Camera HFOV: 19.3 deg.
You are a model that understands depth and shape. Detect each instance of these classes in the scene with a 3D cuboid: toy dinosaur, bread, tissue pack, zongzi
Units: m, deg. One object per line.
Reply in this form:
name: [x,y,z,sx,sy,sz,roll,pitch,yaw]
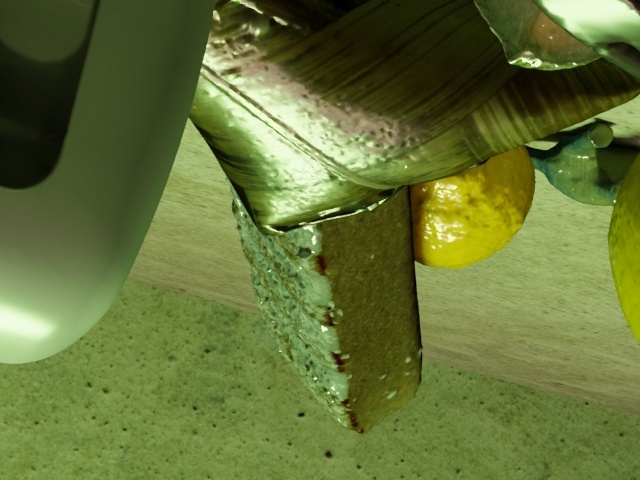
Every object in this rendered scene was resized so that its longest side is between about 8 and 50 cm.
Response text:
toy dinosaur: [0.256,-0.058,1.645,0.248,0.075,0.188,9,-178,-19]
bread: [0.000,0.000,1.532,0.165,0.113,0.416,55,167,30]
tissue pack: [-0.172,-0.113,0.907,0.229,0.333,0.236,16,171,-24]
zongzi: [0.030,-0.134,1.142,0.288,0.134,0.286,-9,143,26]

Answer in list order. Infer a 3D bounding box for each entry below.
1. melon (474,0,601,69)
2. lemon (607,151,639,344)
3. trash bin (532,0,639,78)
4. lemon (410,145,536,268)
melon: [0.130,-0.151,1.017,0.203,0.139,0.093,9,149,37]
lemon: [0.317,0.000,1.334,0.240,0.240,0.219,15,-160,-20]
trash bin: [0.198,-0.158,0.574,0.250,0.219,0.220,-6,163,44]
lemon: [0.109,-0.049,1.571,0.142,0.142,0.187,12,170,2]
